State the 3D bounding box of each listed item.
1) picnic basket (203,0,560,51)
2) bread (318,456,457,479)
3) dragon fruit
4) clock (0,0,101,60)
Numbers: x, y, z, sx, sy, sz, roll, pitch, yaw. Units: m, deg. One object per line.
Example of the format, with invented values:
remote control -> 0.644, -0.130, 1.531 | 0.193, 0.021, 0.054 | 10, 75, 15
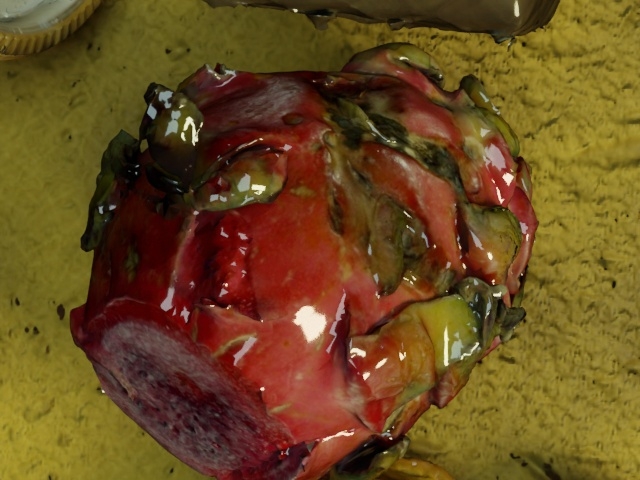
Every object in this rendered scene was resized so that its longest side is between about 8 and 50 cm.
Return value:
picnic basket -> 0.052, -0.282, 0.950 | 0.254, 0.291, 0.321 | 6, 100, 10
bread -> -0.028, 0.234, 1.020 | 0.134, 0.129, 0.260 | 31, 91, 16
dragon fruit -> 0.000, 0.000, 0.967 | 0.269, 0.250, 0.291 | 45, 61, -6
clock -> -0.220, -0.281, 1.025 | 0.200, 0.244, 0.317 | 15, 94, 29
